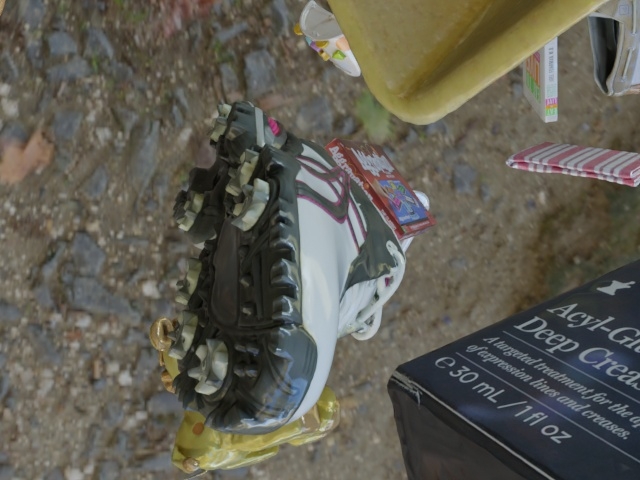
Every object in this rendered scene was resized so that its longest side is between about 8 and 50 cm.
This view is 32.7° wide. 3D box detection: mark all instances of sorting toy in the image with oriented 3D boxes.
[{"bbox_3d":[0.015,-0.214,1.207,0.045,0.083,0.075,-45,139,-6],"label":"sorting toy"}]

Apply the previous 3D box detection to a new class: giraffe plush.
[{"bbox_3d":[-0.100,0.151,1.166,0.210,0.170,0.181,-17,165,-9],"label":"giraffe plush"}]

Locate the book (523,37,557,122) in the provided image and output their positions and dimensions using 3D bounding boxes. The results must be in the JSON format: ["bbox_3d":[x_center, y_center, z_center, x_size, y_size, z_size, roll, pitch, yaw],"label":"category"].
[{"bbox_3d":[0.313,-0.252,1.536,0.035,0.096,0.144,-10,125,-1],"label":"book"}]

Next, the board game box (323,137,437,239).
[{"bbox_3d":[0.084,-0.067,1.440,0.027,0.281,0.145,-38,85,13],"label":"board game box"}]

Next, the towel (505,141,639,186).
[{"bbox_3d":[0.386,-0.111,1.601,0.197,0.144,0.029,11,108,30],"label":"towel"}]

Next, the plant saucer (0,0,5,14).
[{"bbox_3d":[-0.547,-0.336,1.606,0.200,0.200,0.037,-26,148,5],"label":"plant saucer"}]

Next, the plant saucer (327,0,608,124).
[{"bbox_3d":[0.070,-0.244,0.266,0.081,0.332,0.333,-19,172,-37],"label":"plant saucer"}]

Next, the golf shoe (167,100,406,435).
[{"bbox_3d":[-0.005,0.008,0.536,0.120,0.273,0.105,25,110,-15],"label":"golf shoe"}]

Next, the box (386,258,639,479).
[{"bbox_3d":[0.294,0.142,0.661,0.395,0.293,0.212,-21,112,-21],"label":"box"}]

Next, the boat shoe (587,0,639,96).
[{"bbox_3d":[0.427,-0.350,1.563,0.103,0.113,0.302,-22,111,-9],"label":"boat shoe"}]

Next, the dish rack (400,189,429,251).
[{"bbox_3d":[0.000,0.000,1.883,0.333,0.072,0.285,0,133,-35],"label":"dish rack"}]
